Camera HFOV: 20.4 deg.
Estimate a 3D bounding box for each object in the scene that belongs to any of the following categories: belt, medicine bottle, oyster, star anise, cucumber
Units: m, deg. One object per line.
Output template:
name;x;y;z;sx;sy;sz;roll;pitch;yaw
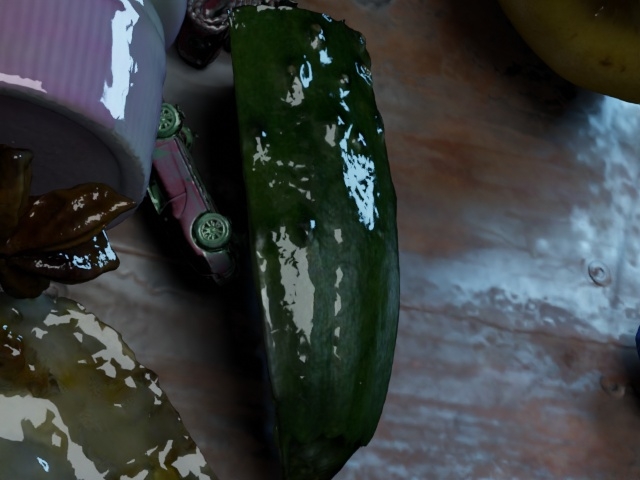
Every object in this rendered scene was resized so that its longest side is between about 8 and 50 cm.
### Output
belt;-0.048;-0.223;1.321;0.071;0.053;0.232;29;53;-18
medicine bottle;-0.183;-0.208;1.118;0.219;0.219;0.388;17;58;-24
oyster;-0.176;0.130;1.041;0.396;0.111;0.204;39;34;-7
star anise;-0.184;-0.009;1.003;0.168;0.168;0.057;18;68;-24
cucumber;0.002;-0.001;1.184;0.105;0.145;0.325;-5;69;1

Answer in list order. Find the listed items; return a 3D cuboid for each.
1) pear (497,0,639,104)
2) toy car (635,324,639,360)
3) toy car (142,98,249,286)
pear;0.271;-0.267;1.390;0.314;0.314;0.314;15;59;-26
toy car;0.327;0.132;1.365;0.216;0.063;0.103;37;51;-3
toy car;-0.093;-0.035;1.189;0.055;0.069;0.142;-26;79;1
